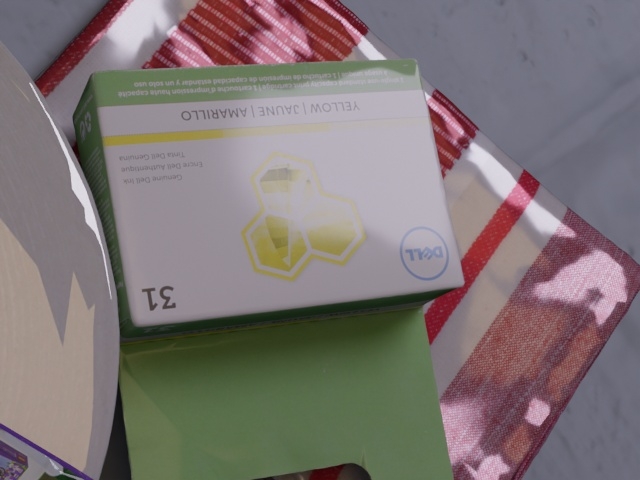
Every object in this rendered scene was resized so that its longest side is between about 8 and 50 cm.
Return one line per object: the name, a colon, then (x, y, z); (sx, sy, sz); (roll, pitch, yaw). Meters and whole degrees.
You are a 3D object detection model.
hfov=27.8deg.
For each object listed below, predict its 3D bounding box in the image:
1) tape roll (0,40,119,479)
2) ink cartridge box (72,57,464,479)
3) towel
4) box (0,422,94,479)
tape roll: (-0.275, 0.040, 0.501); (0.392, 0.072, 0.392); (5, 76, -20)
ink cartridge box: (-0.015, 0.034, 0.612); (0.171, 0.056, 0.235); (-5, 76, -23)
towel: (0.000, 0.000, 0.675); (0.329, 0.037, 0.237); (40, 66, -8)
box: (-0.211, 0.171, 0.418); (0.201, 0.057, 0.293); (33, 68, -7)
